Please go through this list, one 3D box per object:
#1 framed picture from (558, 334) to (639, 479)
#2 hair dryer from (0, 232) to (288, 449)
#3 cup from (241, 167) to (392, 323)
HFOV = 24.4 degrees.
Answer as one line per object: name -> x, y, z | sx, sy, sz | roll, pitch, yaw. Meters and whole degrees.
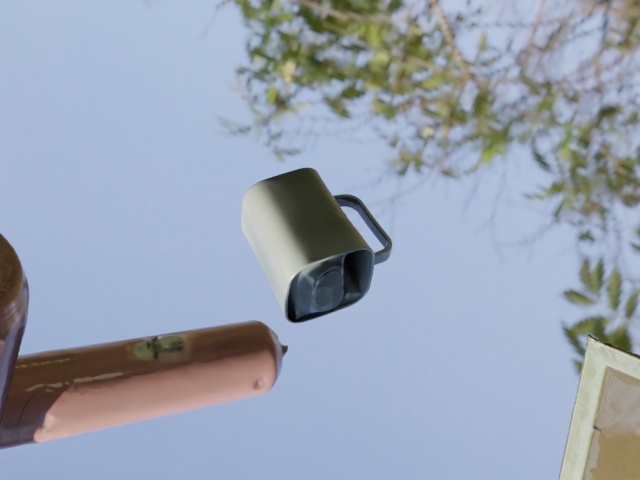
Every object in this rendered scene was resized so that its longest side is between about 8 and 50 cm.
framed picture -> 0.267, 0.220, 1.023 | 0.231, 0.293, 0.018 | 24, -141, 25
hair dryer -> -0.158, 0.076, 0.929 | 0.352, 0.210, 0.125 | -8, -136, -38
cup -> 0.000, 0.000, 1.477 | 0.128, 0.095, 0.129 | -19, -124, -18
